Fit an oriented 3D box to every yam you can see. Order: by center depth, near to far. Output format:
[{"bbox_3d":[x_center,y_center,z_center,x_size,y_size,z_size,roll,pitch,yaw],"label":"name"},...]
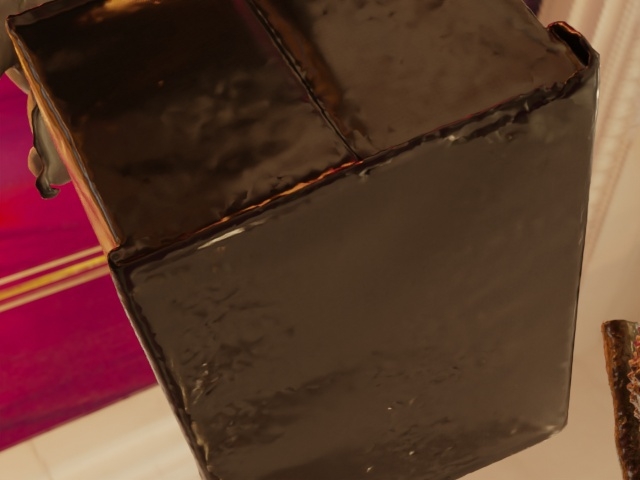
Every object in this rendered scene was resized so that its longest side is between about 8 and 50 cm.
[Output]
[{"bbox_3d":[0.412,0.220,1.601,0.061,0.061,0.253,136,-41,-53],"label":"yam"}]

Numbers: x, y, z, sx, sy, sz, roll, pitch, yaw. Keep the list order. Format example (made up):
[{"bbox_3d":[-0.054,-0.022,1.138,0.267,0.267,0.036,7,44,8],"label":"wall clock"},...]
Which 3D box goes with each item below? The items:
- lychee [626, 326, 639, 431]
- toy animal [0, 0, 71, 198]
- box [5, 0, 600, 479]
[{"bbox_3d":[0.466,0.146,1.232,0.300,0.300,0.300,29,-51,43],"label":"lychee"},{"bbox_3d":[-0.222,-0.160,1.149,0.249,0.174,0.289,49,12,-23],"label":"toy animal"},{"bbox_3d":[0.001,0.001,0.725,0.345,0.251,0.204,81,-17,-52],"label":"box"}]
